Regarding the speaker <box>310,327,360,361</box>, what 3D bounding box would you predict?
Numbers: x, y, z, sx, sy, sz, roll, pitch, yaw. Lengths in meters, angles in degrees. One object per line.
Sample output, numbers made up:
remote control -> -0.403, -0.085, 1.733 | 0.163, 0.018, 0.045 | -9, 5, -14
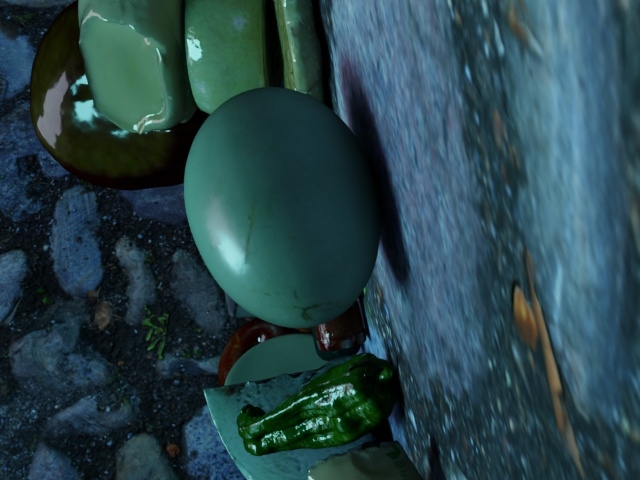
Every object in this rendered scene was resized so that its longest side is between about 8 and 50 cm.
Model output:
speaker -> 0.026, 0.109, 1.345 | 0.094, 0.060, 0.075 | -38, -58, -55

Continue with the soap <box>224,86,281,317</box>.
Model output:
soap -> -0.112, -0.067, 1.697 | 0.296, 0.107, 0.285 | 110, 150, -51

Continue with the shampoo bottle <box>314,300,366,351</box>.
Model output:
shampoo bottle -> 0.000, 0.000, 1.224 | 0.102, 0.064, 0.260 | -137, 35, -81

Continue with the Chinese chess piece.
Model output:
Chinese chess piece -> -0.099, -0.260, 1.256 | 0.238, 0.092, 0.237 | 1, -90, -86

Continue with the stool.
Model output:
stool -> -0.035, 0.273, 1.577 | 0.195, 0.195, 0.198 | -109, 6, -50

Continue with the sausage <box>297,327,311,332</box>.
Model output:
sausage -> -0.025, 0.087, 1.625 | 0.179, 0.089, 0.089 | 84, 172, -61

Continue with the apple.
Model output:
apple -> -0.081, 0.248, 1.942 | 0.201, 0.218, 0.218 | 39, -149, -55

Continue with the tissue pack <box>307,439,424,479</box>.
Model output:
tissue pack -> 0.073, 0.334, 0.926 | 0.215, 0.123, 0.256 | 89, 160, -58

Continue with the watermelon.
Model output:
watermelon -> 0.033, 0.246, 1.304 | 0.320, 0.213, 0.290 | 32, -171, 28

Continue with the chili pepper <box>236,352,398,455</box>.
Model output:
chili pepper -> -0.003, 0.184, 1.124 | 0.100, 0.257, 0.074 | 46, -143, -17

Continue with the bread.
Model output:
bread -> -0.026, -0.218, 1.121 | 0.250, 0.039, 0.181 | 85, 171, -57

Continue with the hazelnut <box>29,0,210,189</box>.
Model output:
hazelnut -> -0.320, -0.290, 1.895 | 0.402, 0.429, 0.402 | 34, -133, -46

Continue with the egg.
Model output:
egg -> -0.033, -0.031, 0.913 | 0.168, 0.168, 0.230 | 86, 168, -61

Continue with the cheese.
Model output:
cheese -> -0.206, -0.267, 1.262 | 0.266, 0.127, 0.233 | 89, -173, -49
